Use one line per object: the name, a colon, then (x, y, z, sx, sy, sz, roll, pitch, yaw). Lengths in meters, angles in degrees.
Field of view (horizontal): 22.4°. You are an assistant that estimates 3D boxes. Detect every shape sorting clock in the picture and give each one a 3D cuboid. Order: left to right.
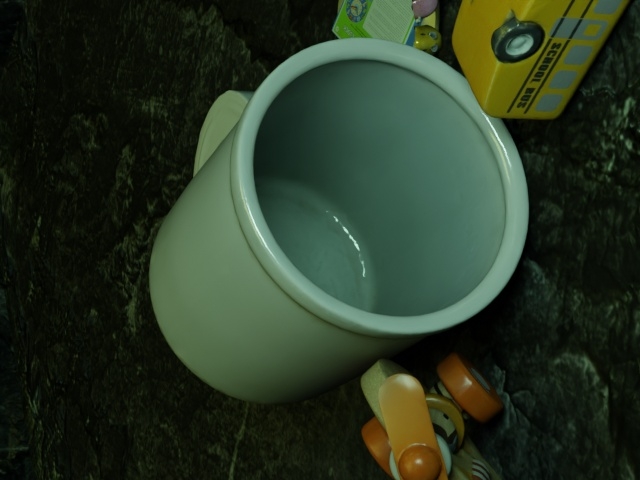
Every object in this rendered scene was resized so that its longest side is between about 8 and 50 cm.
shape sorting clock: (0.083, -0.272, 1.970, 0.206, 0.040, 0.206, 0, 91, 54)

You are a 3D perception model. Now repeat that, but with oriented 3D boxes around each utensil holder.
utensil holder: (0.000, 0.000, 1.818, 0.385, 0.328, 0.327, 139, 127, -60)

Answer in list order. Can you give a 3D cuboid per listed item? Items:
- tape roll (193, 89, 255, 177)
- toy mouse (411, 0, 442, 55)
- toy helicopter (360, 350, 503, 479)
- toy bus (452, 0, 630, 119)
tape roll: (-0.087, -0.067, 2.269, 0.286, 0.100, 0.286, -179, 90, -64)
toy mouse: (0.118, -0.277, 1.816, 0.161, 0.031, 0.143, -36, -57, -82)
toy helicopter: (0.154, 0.261, 1.638, 0.140, 0.235, 0.355, -40, 64, 9)
toy bus: (0.233, -0.266, 1.539, 0.332, 0.130, 0.108, 116, 146, -44)
